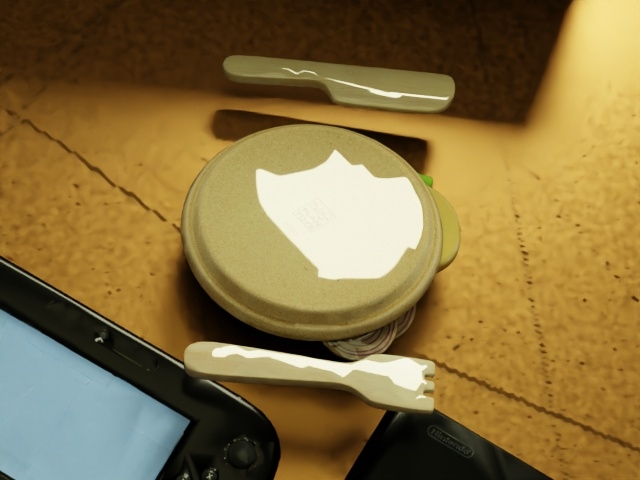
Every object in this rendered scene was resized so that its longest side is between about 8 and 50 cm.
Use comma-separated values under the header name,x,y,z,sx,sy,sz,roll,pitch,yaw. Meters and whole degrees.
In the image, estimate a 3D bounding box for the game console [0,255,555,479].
name,x,y,z,sx,sy,sz,roll,pitch,yaw
game console,-0.059,0.132,0.870,0.361,0.044,0.213,30,65,7

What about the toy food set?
name,x,y,z,sx,sy,sz,roll,pitch,yaw
toy food set,0.000,0.000,0.931,0.132,0.038,0.192,7,54,-1
